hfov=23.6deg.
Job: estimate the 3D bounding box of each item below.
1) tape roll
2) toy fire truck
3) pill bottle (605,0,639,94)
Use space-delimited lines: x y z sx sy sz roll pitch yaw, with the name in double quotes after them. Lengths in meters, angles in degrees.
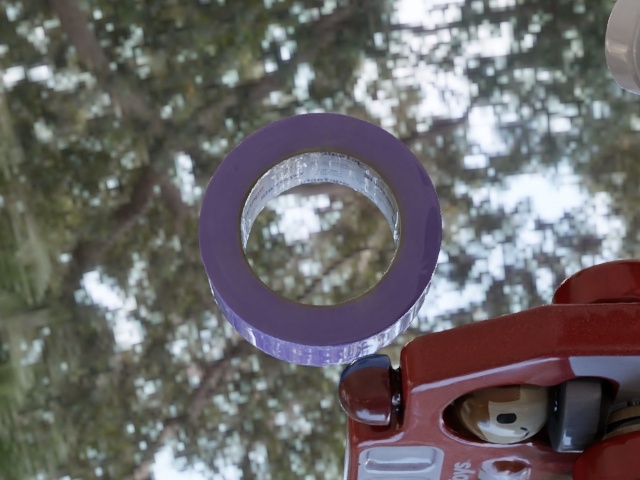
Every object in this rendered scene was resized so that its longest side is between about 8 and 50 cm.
0.000 0.000 1.213 0.189 0.189 0.080 -11 164 -4 "tape roll"
0.140 0.138 1.111 0.253 0.302 0.169 -3 -121 -1 "toy fire truck"
0.286 -0.124 1.018 0.112 0.112 0.186 -26 -151 -32 "pill bottle"
